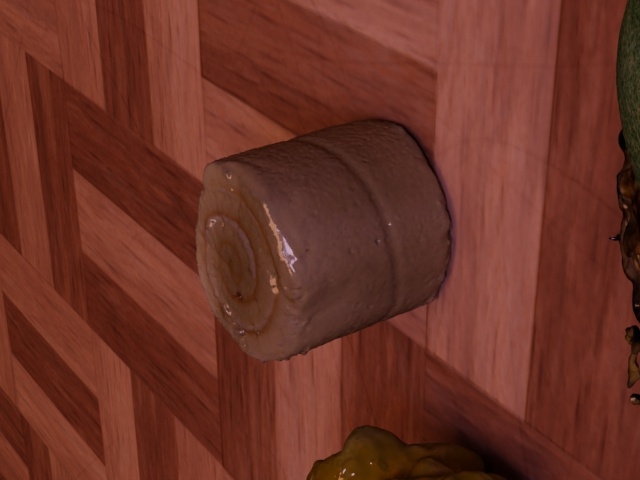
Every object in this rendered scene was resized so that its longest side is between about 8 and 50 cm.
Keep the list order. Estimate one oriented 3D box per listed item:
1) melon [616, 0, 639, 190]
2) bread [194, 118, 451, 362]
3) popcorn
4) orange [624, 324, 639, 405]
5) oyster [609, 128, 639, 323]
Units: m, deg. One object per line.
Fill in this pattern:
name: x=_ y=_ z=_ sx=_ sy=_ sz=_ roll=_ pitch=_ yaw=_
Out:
melon: x=0.220 y=-0.020 z=0.471 sx=0.182 sy=0.182 sz=0.288 roll=107 pitch=149 yaw=-46
bread: x=0.000 y=0.000 z=0.909 sx=0.134 sy=0.141 sz=0.148 roll=40 pitch=138 yaw=46
popcorn: x=0.064 y=0.236 z=0.904 sx=0.155 sy=0.197 sz=0.198 roll=-134 pitch=35 yaw=-64
orange: x=0.226 y=0.074 z=0.594 sx=0.170 sy=0.112 sz=0.160 roll=37 pitch=170 yaw=-28
oyster: x=0.189 y=-0.014 z=0.674 sx=0.105 sy=0.056 sz=0.177 roll=-126 pitch=28 yaw=-42
